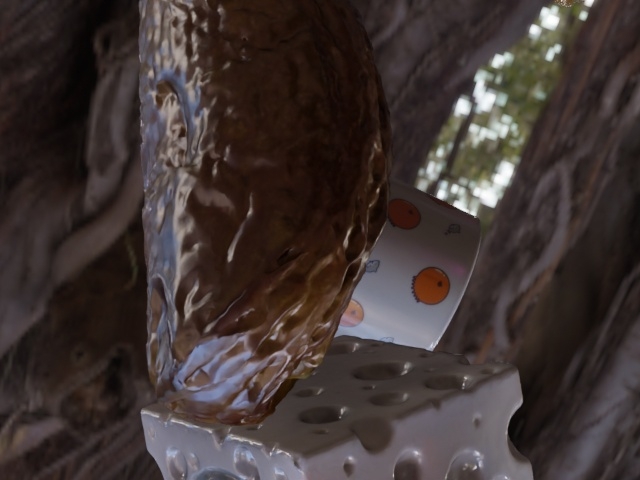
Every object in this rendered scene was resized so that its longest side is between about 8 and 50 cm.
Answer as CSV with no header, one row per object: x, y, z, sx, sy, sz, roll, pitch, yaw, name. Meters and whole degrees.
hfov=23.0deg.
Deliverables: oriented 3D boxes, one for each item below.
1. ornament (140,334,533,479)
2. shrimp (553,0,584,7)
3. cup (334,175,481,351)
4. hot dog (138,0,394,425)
0.022,0.237,1.350,0.239,0.240,0.239,-18,-165,-36,ornament
0.180,-0.232,1.000,0.043,0.091,0.184,11,-115,28,shrimp
0.000,0.000,1.831,0.317,0.212,0.212,26,-137,-9,cup
-0.049,-0.055,1.195,0.174,0.267,0.388,1,-107,-15,hot dog
